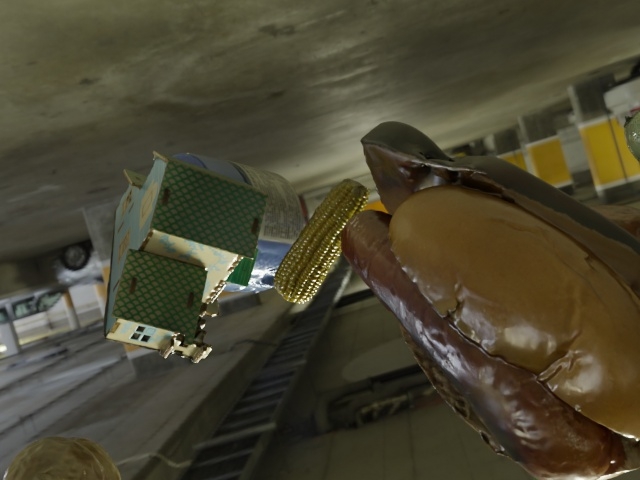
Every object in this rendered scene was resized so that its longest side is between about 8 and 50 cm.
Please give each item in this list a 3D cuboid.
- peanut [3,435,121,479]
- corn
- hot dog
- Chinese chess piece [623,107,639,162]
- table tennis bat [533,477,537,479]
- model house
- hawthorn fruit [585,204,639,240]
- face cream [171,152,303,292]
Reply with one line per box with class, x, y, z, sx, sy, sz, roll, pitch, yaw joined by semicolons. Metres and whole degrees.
peanut;-0.234;0.230;0.654;0.086;0.104;0.228;-55;175;-20
corn;0.000;0.000;1.150;0.231;0.080;0.080;-60;170;13
hot dog;0.105;0.055;0.462;0.107;0.194;0.326;-28;-147;-21
Chinese chess piece;0.565;-0.188;1.081;0.188;0.083;0.188;-21;161;-8
table tennis bat;0.435;0.598;1.435;0.160;0.257;0.039;2;-167;-15
model house;-0.160;-0.008;0.878;0.178;0.271;0.206;19;129;-24
hawthorn fruit;0.483;0.062;1.156;0.276;0.277;0.298;-17;176;-8
face cream;-0.184;-0.026;1.325;0.225;0.249;0.249;8;164;-44
